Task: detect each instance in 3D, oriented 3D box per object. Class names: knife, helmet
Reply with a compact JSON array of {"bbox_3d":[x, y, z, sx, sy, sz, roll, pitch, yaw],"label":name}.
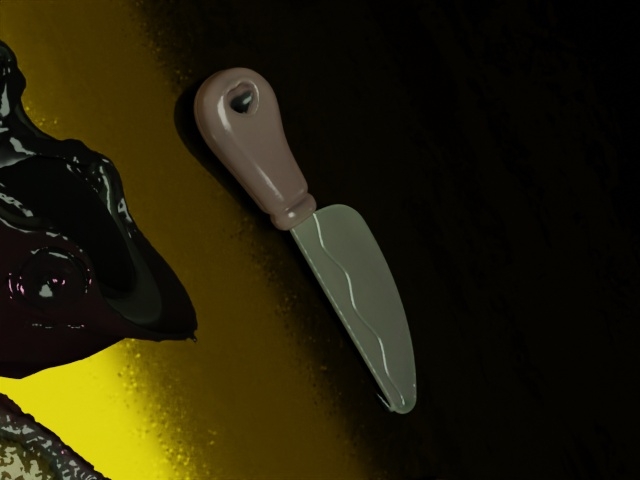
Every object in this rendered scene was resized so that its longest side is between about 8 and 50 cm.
[{"bbox_3d":[0.002,-0.002,1.634,0.081,0.043,0.336,-41,109,-26],"label":"knife"},{"bbox_3d":[-0.248,-0.001,1.431,0.177,0.225,0.305,-35,101,8],"label":"helmet"}]

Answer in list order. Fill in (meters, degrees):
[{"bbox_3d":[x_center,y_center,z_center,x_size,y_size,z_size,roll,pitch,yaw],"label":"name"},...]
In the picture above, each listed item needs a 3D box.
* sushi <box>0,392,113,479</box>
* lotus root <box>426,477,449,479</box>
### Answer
[{"bbox_3d":[-0.262,0.172,1.465,0.241,0.107,0.161,-14,95,-17],"label":"sushi"},{"bbox_3d":[0.087,0.228,1.654,0.083,0.030,0.037,-19,94,-23],"label":"lotus root"}]
